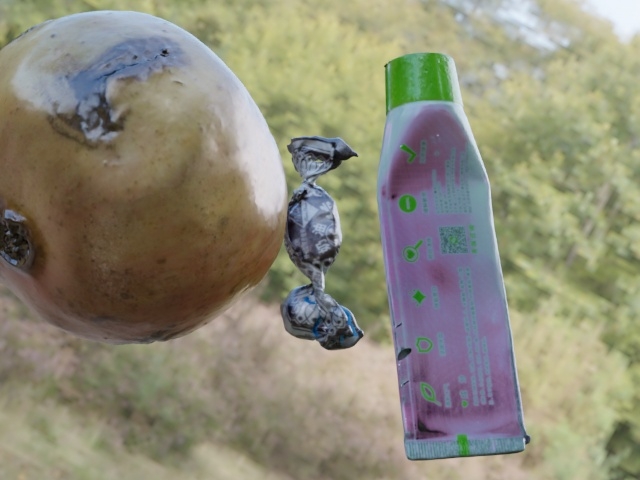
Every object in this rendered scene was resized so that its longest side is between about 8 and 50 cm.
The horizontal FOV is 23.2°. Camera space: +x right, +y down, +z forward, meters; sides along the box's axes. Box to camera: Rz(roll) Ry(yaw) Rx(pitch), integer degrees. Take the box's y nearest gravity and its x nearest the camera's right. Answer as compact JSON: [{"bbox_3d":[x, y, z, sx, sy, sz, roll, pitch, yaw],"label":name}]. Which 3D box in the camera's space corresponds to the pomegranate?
[{"bbox_3d":[-0.186,-0.059,1.430,0.322,0.322,0.322,30,-1,1],"label":"pomegranate"}]

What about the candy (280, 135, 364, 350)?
[{"bbox_3d":[0.000,0.000,1.579,0.094,0.226,0.051,-6,-14,5],"label":"candy"}]

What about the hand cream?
[{"bbox_3d":[0.084,0.009,1.044,0.079,0.275,0.050,-9,-15,11],"label":"hand cream"}]
